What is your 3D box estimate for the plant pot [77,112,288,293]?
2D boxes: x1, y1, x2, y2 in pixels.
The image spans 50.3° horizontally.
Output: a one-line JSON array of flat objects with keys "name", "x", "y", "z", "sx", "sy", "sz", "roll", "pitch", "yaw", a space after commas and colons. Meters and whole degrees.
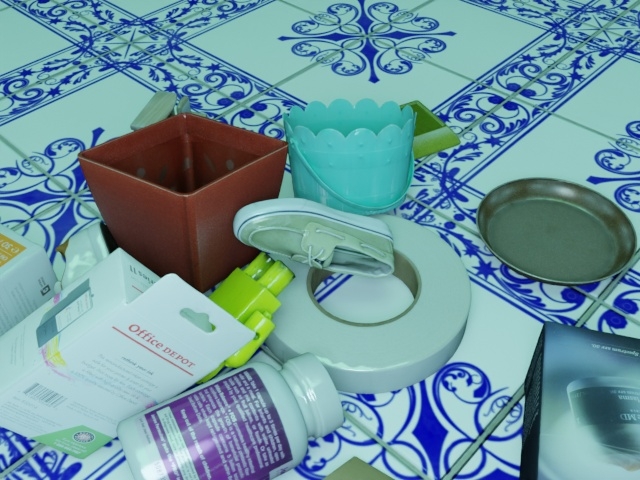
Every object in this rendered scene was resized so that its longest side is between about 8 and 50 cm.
[{"name": "plant pot", "x": -0.235, "y": -0.060, "z": 1.243, "sx": 0.267, "sy": 0.236, "sz": 0.267, "roll": 20, "pitch": 36, "yaw": 30}]

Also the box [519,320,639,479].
[{"name": "box", "x": 0.440, "y": 0.300, "z": 0.950, "sx": 0.296, "sy": 0.183, "sz": 0.294, "roll": 9, "pitch": 46, "yaw": 12}]

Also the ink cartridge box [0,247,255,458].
[{"name": "ink cartridge box", "x": -0.295, "y": 0.153, "z": 0.996, "sx": 0.353, "sy": 0.207, "sz": 0.119, "roll": -34, "pitch": 43, "yaw": 10}]

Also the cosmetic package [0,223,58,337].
[{"name": "cosmetic package", "x": -0.690, "y": 0.155, "z": 1.143, "sx": 0.230, "sy": 0.162, "sz": 0.453, "roll": 23, "pitch": 50, "yaw": 24}]

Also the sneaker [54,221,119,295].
[{"name": "sneaker", "x": -0.392, "y": 0.115, "z": 1.205, "sx": 0.123, "sy": 0.106, "sz": 0.290, "roll": -25, "pitch": 65, "yaw": -1}]

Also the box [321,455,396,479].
[{"name": "box", "x": 0.098, "y": 0.372, "z": 0.926, "sx": 0.201, "sy": 0.021, "sz": 0.164, "roll": 24, "pitch": 9, "yaw": 24}]

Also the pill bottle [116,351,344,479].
[{"name": "pill bottle", "x": -0.124, "y": 0.279, "z": 0.992, "sx": 0.301, "sy": 0.169, "sz": 0.169, "roll": -22, "pitch": 47, "yaw": -19}]

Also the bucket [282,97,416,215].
[{"name": "bucket", "x": 0.062, "y": -0.175, "z": 1.404, "sx": 0.280, "sy": 0.183, "sz": 0.281, "roll": -2, "pitch": 24, "yaw": 1}]

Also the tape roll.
[{"name": "tape roll", "x": 0.077, "y": 0.099, "z": 1.247, "sx": 0.391, "sy": 0.072, "sz": 0.392, "roll": 0, "pitch": 44, "yaw": 0}]

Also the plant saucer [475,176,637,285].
[{"name": "plant saucer", "x": 0.466, "y": -0.014, "z": 1.370, "sx": 0.310, "sy": 0.050, "sz": 0.311, "roll": -1, "pitch": 44, "yaw": 1}]

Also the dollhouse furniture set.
[{"name": "dollhouse furniture set", "x": -0.207, "y": -0.212, "z": 1.486, "sx": 0.303, "sy": 0.198, "sz": 0.287, "roll": 10, "pitch": 45, "yaw": 11}]

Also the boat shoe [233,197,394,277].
[{"name": "boat shoe", "x": 0.000, "y": 0.000, "z": 1.178, "sx": 0.302, "sy": 0.109, "sz": 0.094, "roll": 6, "pitch": 46, "yaw": -22}]

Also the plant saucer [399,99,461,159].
[{"name": "plant saucer", "x": 0.214, "y": -0.273, "z": 1.649, "sx": 0.188, "sy": 0.045, "sz": 0.188, "roll": -20, "pitch": 47, "yaw": -19}]

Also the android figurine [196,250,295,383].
[{"name": "android figurine", "x": -0.159, "y": 0.138, "z": 1.138, "sx": 0.273, "sy": 0.056, "sz": 0.248, "roll": -49, "pitch": 23, "yaw": -10}]
